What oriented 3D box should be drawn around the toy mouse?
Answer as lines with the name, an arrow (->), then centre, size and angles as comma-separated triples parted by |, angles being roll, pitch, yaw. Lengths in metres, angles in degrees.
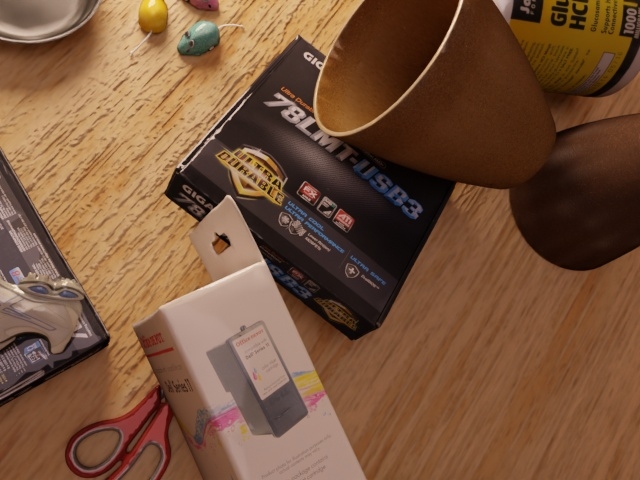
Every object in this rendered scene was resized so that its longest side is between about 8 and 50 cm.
toy mouse -> -0.170, -0.309, 0.891 | 0.143, 0.031, 0.161 | 11, 75, -14

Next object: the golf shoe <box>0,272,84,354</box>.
golf shoe -> -0.328, 0.067, 0.647 | 0.176, 0.069, 0.086 | 11, 82, -14

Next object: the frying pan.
frying pan -> -0.383, -0.392, 0.839 | 0.197, 0.053, 0.327 | -7, 78, -17

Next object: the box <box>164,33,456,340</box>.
box -> 0.008, -0.077, 0.837 | 0.295, 0.073, 0.293 | 38, 57, -6

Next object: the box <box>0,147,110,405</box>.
box -> -0.461, 0.020, 0.699 | 0.318, 0.097, 0.395 | -31, 88, -22

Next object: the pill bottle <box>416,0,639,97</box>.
pill bottle -> 0.282, -0.312, 0.940 | 0.333, 0.188, 0.188 | 2, 77, -16

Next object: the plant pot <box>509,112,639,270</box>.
plant pot -> 0.414, -0.085, 0.904 | 0.215, 0.230, 0.216 | 4, 76, -15

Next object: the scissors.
scissors -> -0.171, 0.183, 0.788 | 0.109, 0.021, 0.297 | 43, 69, -2

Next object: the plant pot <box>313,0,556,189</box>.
plant pot -> 0.162, -0.171, 0.802 | 0.254, 0.237, 0.237 | 28, 70, -32

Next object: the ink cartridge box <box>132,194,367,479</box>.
ink cartridge box -> -0.094, 0.151, 0.701 | 0.119, 0.207, 0.354 | -24, 88, -26
